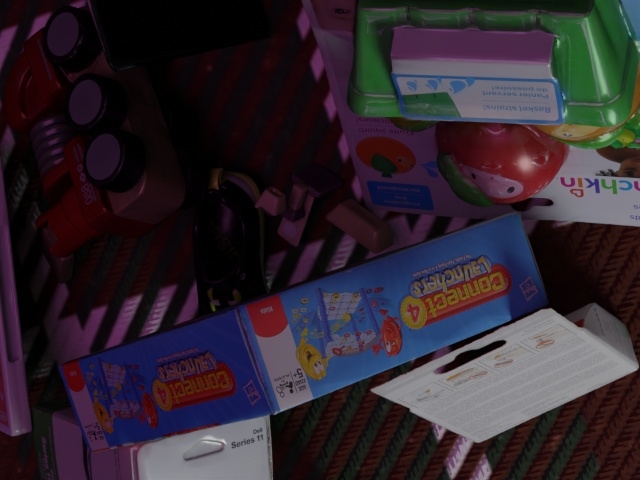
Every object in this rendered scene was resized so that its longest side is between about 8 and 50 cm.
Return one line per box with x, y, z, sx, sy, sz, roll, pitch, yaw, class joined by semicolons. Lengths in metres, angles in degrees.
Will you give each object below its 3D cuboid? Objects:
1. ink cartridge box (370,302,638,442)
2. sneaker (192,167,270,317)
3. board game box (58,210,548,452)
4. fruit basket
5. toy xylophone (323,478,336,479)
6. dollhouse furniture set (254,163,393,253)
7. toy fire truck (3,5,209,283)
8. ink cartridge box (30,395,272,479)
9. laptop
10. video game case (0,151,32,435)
0.164;0.106;1.441;0.181;0.225;0.056;-28;59;21;ink cartridge box
-0.097;0.043;1.571;0.084;0.097;0.235;-2;100;18;sneaker
-0.018;0.081;1.380;0.302;0.308;0.086;-19;89;54;board game box
0.159;-0.111;1.370;0.327;0.165;0.353;4;141;16;fruit basket
-0.092;0.324;1.636;0.323;0.081;0.236;-36;89;20;toy xylophone
0.000;0.000;1.537;0.114;0.091;0.081;36;127;21;dollhouse furniture set
-0.240;-0.074;1.573;0.246;0.158;0.217;-35;62;27;toy fire truck
-0.163;0.200;1.547;0.208;0.153;0.087;10;107;55;ink cartridge box
-0.257;-0.335;1.391;0.408;0.382;0.236;19;105;12;laptop
-0.359;0.042;1.630;0.204;0.025;0.285;10;108;55;video game case
